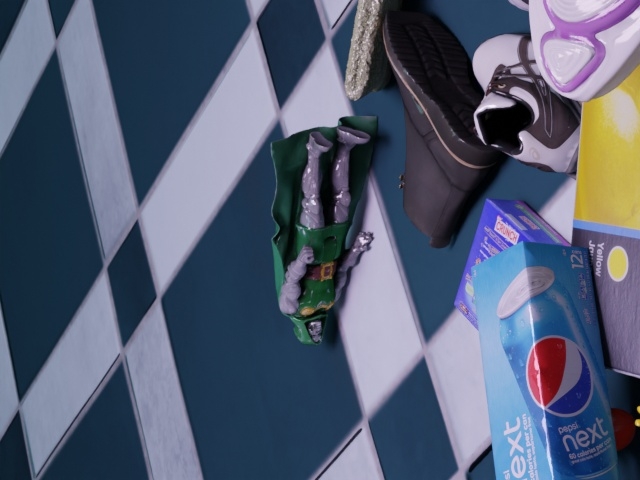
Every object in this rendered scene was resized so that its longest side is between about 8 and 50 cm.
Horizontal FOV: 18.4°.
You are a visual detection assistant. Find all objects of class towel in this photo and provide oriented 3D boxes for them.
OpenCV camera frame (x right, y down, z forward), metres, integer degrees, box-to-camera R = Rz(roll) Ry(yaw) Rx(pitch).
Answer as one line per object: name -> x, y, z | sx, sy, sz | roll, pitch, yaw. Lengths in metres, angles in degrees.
towel -> 0.055, -0.209, 1.882 | 0.110, 0.027, 0.148 | -35, -43, -72

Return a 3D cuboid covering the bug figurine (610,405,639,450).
bug figurine -> 0.243, 0.236, 1.510 | 0.216, 0.072, 0.279 | -22, 66, 56

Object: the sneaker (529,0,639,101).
sneaker -> 0.256, -0.237, 1.424 | 0.114, 0.152, 0.305 | 29, 101, 38

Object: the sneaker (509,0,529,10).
sneaker -> 0.193, -0.320, 1.580 | 0.153, 0.101, 0.268 | -165, 73, -79

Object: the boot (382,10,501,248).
boot -> 0.089, -0.104, 1.824 | 0.137, 0.077, 0.198 | 112, 147, -42

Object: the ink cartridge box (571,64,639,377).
ink cartridge box -> 0.294, -0.038, 1.441 | 0.307, 0.072, 0.303 | 11, 97, 64

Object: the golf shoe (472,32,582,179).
golf shoe -> 0.163, -0.122, 1.664 | 0.198, 0.094, 0.077 | 52, 134, 52

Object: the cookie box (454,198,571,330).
cookie box -> 0.165, 0.031, 1.702 | 0.092, 0.040, 0.107 | 50, 131, 52

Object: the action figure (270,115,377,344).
action figure -> 0.000, 0.000, 1.956 | 0.063, 0.137, 0.232 | 35, 128, 43

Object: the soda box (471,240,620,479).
soda box -> 0.172, 0.111, 1.514 | 0.071, 0.067, 0.210 | -31, 59, 53
